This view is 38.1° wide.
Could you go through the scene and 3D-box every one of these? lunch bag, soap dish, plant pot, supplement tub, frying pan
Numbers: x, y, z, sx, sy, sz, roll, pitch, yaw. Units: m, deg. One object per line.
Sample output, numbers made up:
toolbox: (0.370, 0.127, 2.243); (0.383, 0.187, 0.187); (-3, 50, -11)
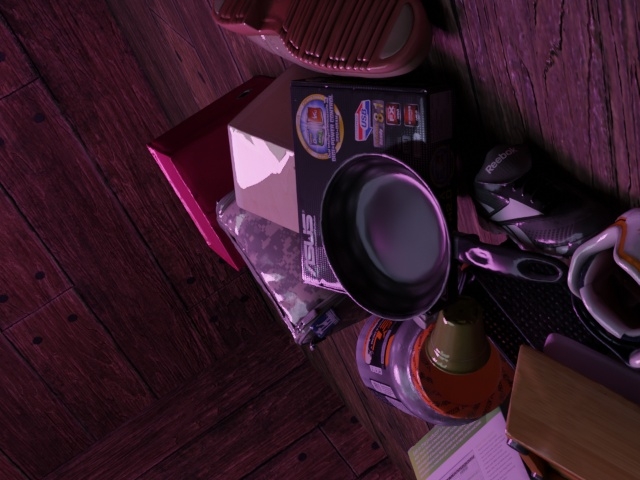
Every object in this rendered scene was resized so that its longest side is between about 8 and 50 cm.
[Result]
lunch bag: (0.000, 0.000, 1.522); (0.305, 0.256, 0.212); (54, 170, 21)
soap dish: (0.306, 0.217, 0.930); (0.229, 0.118, 0.291); (28, 169, 27)
plant pot: (0.175, 0.112, 1.161); (0.083, 0.083, 0.079); (48, 154, 37)
supplement tub: (0.180, 0.188, 1.469); (0.193, 0.193, 0.316); (57, 168, -3)
frying pan: (0.118, -0.021, 1.010); (0.326, 0.053, 0.197); (-21, 89, 47)

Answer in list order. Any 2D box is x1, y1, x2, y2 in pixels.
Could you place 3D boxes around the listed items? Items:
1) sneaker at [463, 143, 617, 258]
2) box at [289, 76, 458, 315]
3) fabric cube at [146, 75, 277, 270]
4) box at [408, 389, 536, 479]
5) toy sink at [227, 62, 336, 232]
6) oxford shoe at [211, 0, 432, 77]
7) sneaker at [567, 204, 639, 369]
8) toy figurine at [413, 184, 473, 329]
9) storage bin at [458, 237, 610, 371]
sneaker: (0.211, -0.048, 0.958); (0.106, 0.078, 0.234); (58, 171, -19)
box: (0.064, -0.060, 1.135); (0.216, 0.060, 0.270); (13, 112, 42)
fabric cube: (-0.142, -0.136, 1.769); (0.259, 0.258, 0.254); (61, 169, -20)
box: (0.269, 0.412, 1.477); (0.058, 0.232, 0.322); (14, -140, -32)
toy sink: (-0.008, -0.149, 1.329); (0.131, 0.234, 0.152); (23, 140, 22)
oxford shoe: (0.021, -0.267, 1.129); (0.146, 0.140, 0.397); (25, -173, -39)
sneaker: (0.281, 0.050, 0.816); (0.126, 0.127, 0.321); (49, 169, 26)
toy figurine: (0.135, 0.005, 1.302); (0.213, 0.148, 0.209); (61, 163, -12)
storage bin: (0.260, 0.096, 1.145); (0.180, 0.084, 0.122); (52, 168, 19)
